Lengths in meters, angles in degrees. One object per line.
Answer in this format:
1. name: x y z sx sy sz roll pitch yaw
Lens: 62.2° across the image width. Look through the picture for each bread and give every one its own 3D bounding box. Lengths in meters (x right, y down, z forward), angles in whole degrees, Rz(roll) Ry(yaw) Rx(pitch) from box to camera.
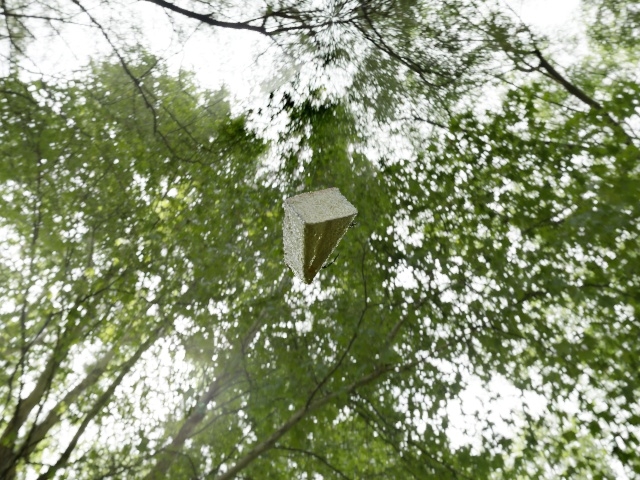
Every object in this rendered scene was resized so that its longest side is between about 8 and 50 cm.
1. bread: 0.000 0.000 0.694 0.080 0.084 0.109 -11 -59 -22
